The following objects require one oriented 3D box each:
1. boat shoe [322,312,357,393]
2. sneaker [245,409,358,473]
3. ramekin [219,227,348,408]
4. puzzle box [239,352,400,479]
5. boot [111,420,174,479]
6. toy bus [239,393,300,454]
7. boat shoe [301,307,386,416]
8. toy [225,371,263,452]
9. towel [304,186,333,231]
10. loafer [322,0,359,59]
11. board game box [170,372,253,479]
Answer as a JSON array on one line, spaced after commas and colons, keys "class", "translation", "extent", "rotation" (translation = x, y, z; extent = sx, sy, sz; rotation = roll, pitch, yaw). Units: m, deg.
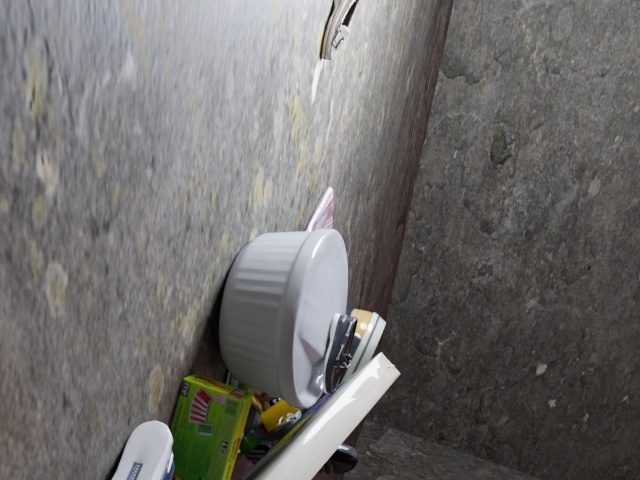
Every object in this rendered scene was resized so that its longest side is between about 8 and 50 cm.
[{"class": "boat shoe", "translation": [0.031, 0.177, 1.100], "extent": [0.046, 0.038, 0.125], "rotation": [43, 57, -70]}, {"class": "sneaker", "translation": [-0.031, 0.379, 1.401], "extent": [0.132, 0.228, 0.086], "rotation": [-70, 159, -54]}, {"class": "ramekin", "translation": [-0.054, 0.110, 1.081], "extent": [0.273, 0.127, 0.273], "rotation": [7, 90, -74]}, {"class": "puzzle box", "translation": [-0.057, 0.359, 1.122], "extent": [0.409, 0.052, 0.272], "rotation": [-38, 173, -43]}, {"class": "boot", "translation": [-0.217, 0.310, 0.817], "extent": [0.190, 0.069, 0.086], "rotation": [-64, 162, -45]}, {"class": "toy bus", "translation": [-0.080, 0.286, 1.312], "extent": [0.191, 0.104, 0.202], "rotation": [-29, 166, -42]}, {"class": "boat shoe", "translation": [-0.024, 0.352, 1.558], "extent": [0.500, 0.156, 0.187], "rotation": [-66, 176, 18]}, {"class": "toy", "translation": [-0.120, 0.245, 1.202], "extent": [0.137, 0.056, 0.237], "rotation": [27, 80, -78]}, {"class": "towel", "translation": [0.000, 0.000, 1.480], "extent": [0.197, 0.029, 0.144], "rotation": [89, 20, -53]}, {"class": "loafer", "translation": [0.035, -0.354, 1.156], "extent": [0.045, 0.039, 0.125], "rotation": [-7, 113, -77]}, {"class": "board game box", "translation": [-0.163, 0.286, 0.976], "extent": [0.043, 0.092, 0.181], "rotation": [1, 105, -77]}]
